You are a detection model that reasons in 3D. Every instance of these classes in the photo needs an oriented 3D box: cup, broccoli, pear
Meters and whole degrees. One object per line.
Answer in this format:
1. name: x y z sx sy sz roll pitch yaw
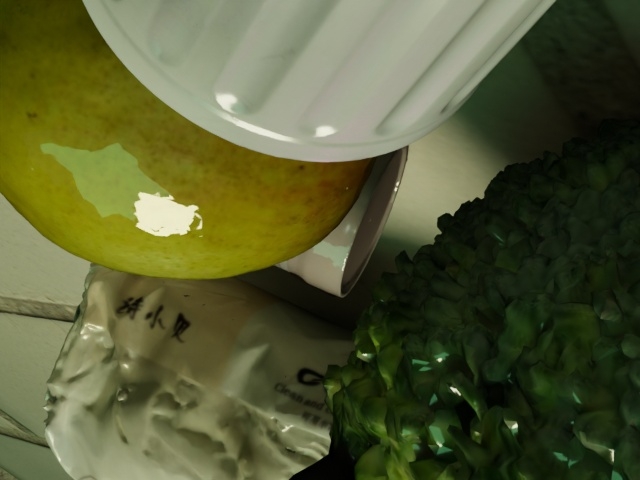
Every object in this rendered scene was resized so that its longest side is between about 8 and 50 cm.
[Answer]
1. cup: 0.046 -0.146 0.340 0.167 0.221 0.202 62 152 8
2. broccoli: 0.150 0.074 0.476 0.338 0.277 0.317 18 147 35
3. pear: -0.062 -0.074 0.507 0.200 0.200 0.200 23 155 12

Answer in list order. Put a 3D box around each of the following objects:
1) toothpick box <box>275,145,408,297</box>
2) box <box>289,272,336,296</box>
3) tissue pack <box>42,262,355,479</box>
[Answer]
1. toothpick box: -0.036 -0.039 0.646 0.149 0.098 0.098 22 154 10
2. box: 0.000 0.000 0.771 0.048 0.025 0.115 28 155 13
3. tissue pack: 0.011 0.172 0.852 0.375 0.195 0.390 20 169 22
